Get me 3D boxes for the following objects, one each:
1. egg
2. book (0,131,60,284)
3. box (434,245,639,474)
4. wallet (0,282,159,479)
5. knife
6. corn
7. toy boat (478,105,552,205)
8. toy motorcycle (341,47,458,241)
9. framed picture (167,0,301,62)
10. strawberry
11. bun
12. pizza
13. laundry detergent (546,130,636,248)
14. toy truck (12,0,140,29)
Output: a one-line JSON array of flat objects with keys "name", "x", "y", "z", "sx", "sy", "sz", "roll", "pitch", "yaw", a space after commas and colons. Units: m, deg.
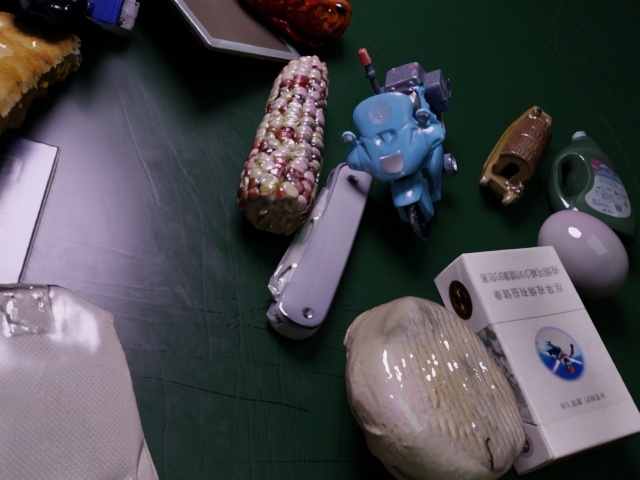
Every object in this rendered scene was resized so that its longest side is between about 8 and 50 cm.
[{"name": "egg", "x": 0.356, "y": 0.020, "z": 1.003, "sx": 0.103, "sy": 0.103, "sz": 0.135, "roll": -29, "pitch": 74, "yaw": -39}, {"name": "book", "x": -0.399, "y": -0.049, "z": 0.680, "sx": 0.270, "sy": 0.025, "sz": 0.190, "roll": 16, "pitch": 53, "yaw": -19}, {"name": "box", "x": 0.264, "y": 0.136, "z": 0.898, "sx": 0.164, "sy": 0.069, "sz": 0.256, "roll": -4, "pitch": 61, "yaw": -31}, {"name": "wallet", "x": -0.288, "y": 0.158, "z": 0.575, "sx": 0.336, "sy": 0.068, "sz": 0.274, "roll": 5, "pitch": 64, "yaw": -35}, {"name": "knife", "x": 0.003, "y": 0.001, "z": 0.860, "sx": 0.073, "sy": 0.040, "sz": 0.265, "roll": 33, "pitch": 49, "yaw": -10}, {"name": "corn", "x": -0.039, "y": -0.125, "z": 0.889, "sx": 0.092, "sy": 0.092, "sz": 0.280, "roll": 21, "pitch": 50, "yaw": -16}, {"name": "toy boat", "x": 0.297, "y": -0.133, "z": 1.084, "sx": 0.068, "sy": 0.088, "sz": 0.226, "roll": 39, "pitch": 50, "yaw": 0}, {"name": "toy motorcycle", "x": 0.109, "y": -0.138, "z": 0.946, "sx": 0.272, "sy": 0.124, "sz": 0.182, "roll": -80, "pitch": 148, "yaw": -47}, {"name": "framed picture", "x": -0.163, "y": -0.343, "z": 0.960, "sx": 0.293, "sy": 0.018, "sz": 0.231, "roll": 53, "pitch": 26, "yaw": 11}, {"name": "strawberry", "x": -0.045, "y": -0.334, "z": 1.031, "sx": 0.188, "sy": 0.082, "sz": 0.121, "roll": 9, "pitch": 36, "yaw": -34}, {"name": "bun", "x": 0.106, "y": 0.163, "z": 0.760, "sx": 0.237, "sy": 0.116, "sz": 0.209, "roll": 10, "pitch": 47, "yaw": -52}, {"name": "pizza", "x": -0.393, "y": -0.185, "z": 0.719, "sx": 0.258, "sy": 0.087, "sz": 0.268, "roll": 21, "pitch": 30, "yaw": -9}, {"name": "laundry detergent", "x": 0.407, "y": -0.088, "z": 1.132, "sx": 0.137, "sy": 0.063, "sz": 0.210, "roll": 11, "pitch": 54, "yaw": -15}, {"name": "toy truck", "x": -0.307, "y": -0.319, "z": 0.817, "sx": 0.213, "sy": 0.177, "sz": 0.161, "roll": 20, "pitch": 93, "yaw": -2}]
